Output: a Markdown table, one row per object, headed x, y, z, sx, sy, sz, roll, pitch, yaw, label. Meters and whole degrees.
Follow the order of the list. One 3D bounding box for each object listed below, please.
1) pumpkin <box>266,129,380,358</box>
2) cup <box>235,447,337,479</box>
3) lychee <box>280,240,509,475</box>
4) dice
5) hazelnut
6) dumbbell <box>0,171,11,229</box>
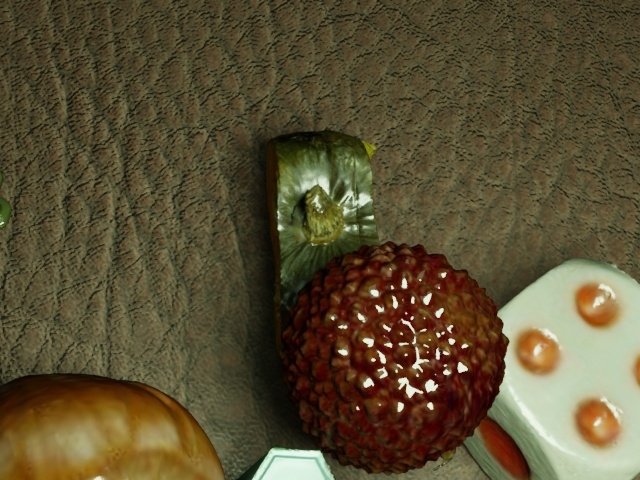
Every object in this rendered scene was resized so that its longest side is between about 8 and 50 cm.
| x | y | z | sx | sy | sz | roll | pitch | yaw | label |
| --- | --- | --- | --- | --- | --- | --- | --- | --- | --- |
| 0.000 | 0.000 | 1.468 | 0.139 | 0.222 | 0.317 | 3 | 68 | -9 | pumpkin |
| -0.044 | 0.325 | 1.321 | 0.148 | 0.235 | 0.134 | 30 | 68 | 1 | cup |
| 0.086 | 0.140 | 1.271 | 0.264 | 0.264 | 0.300 | -41 | 119 | -22 | lychee |
| 0.324 | 0.197 | 1.433 | 0.251 | 0.243 | 0.259 | -35 | 75 | -21 | dice |
| -0.280 | 0.301 | 1.267 | 0.372 | 0.315 | 0.372 | 7 | 34 | -5 | hazelnut |
| -0.441 | -0.056 | 1.474 | 0.046 | 0.118 | 0.052 | 9 | 66 | -5 | dumbbell |
